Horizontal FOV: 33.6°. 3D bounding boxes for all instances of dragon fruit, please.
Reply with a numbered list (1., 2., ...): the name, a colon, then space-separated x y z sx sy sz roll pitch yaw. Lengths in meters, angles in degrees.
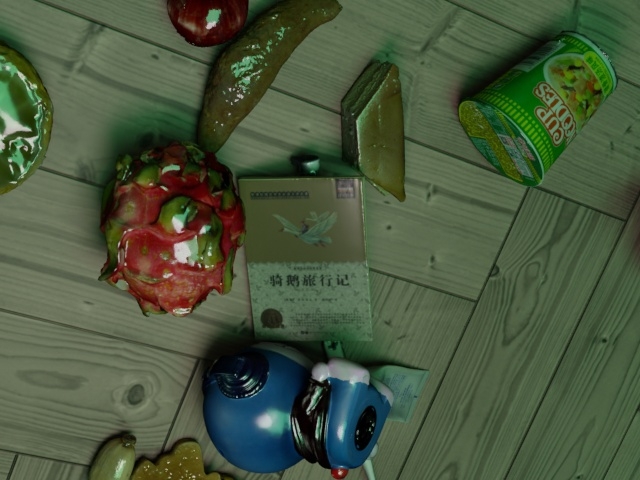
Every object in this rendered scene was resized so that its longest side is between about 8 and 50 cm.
1. dragon fruit: -0.235 -0.010 1.698 0.231 0.237 0.303 -2 122 2

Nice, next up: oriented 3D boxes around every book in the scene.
1. book: -0.023 0.036 1.836 0.217 0.021 0.310 0 113 10

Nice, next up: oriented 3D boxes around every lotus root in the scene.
1. lotus root: -0.373 0.411 1.881 0.073 0.062 0.150 28 96 17

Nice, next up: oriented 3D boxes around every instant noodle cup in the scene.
1. instant noodle cup: 0.392 -0.247 1.877 0.232 0.207 0.207 -44 118 -11

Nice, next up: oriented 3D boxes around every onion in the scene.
1. onion: -0.175 -0.363 1.645 0.131 0.131 0.131 -7 111 -18

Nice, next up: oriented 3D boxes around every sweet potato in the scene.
1. sweet potato: -0.109 -0.283 1.717 0.341 0.092 0.114 -50 134 3

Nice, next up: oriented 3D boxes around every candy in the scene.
1. candy: -0.529 -0.183 1.585 0.260 0.118 0.260 -7 108 -23

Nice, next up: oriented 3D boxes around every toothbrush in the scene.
1. toothbrush: 0.069 0.364 2.049 0.042 0.040 0.418 -24 116 -21

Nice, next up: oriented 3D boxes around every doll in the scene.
1. doll: -0.057 0.293 1.843 0.240 0.310 0.284 -64 148 -27

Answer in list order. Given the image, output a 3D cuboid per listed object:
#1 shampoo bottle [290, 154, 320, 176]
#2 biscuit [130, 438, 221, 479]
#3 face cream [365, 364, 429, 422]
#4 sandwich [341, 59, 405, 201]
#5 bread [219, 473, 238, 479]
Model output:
1. shampoo bottle: 0.001 0.000 1.866 0.098 0.071 0.309 -6 114 6
2. biscuit: -0.244 0.485 1.913 0.238 0.041 0.212 41 65 -2
3. face cream: 0.116 0.289 2.021 0.224 0.070 0.114 14 101 -45
4. sandwich: 0.089 -0.182 1.827 0.096 0.094 0.258 -12 114 -18
5. bread: -0.209 0.526 1.962 0.187 0.065 0.149 -40 81 -22
